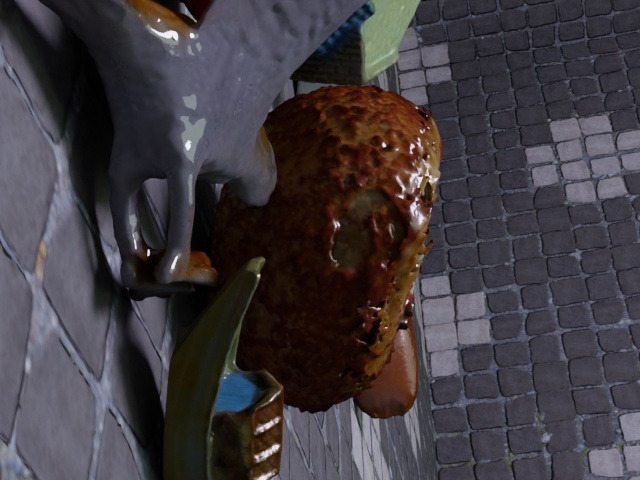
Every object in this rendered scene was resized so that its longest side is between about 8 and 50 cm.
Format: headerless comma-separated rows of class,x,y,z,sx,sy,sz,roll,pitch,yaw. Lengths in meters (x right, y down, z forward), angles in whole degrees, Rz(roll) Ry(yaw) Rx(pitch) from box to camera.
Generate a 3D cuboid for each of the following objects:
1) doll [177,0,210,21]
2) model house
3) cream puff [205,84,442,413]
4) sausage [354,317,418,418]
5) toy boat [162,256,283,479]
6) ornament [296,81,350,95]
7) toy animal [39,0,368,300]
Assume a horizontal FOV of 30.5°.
doll,-0.061,-0.213,0.809,0.217,0.085,0.183,-155,-123,-63
model house,-0.009,-0.273,1.224,0.214,0.195,0.189,37,67,-58
cream puff,0.000,-0.001,0.832,0.240,0.164,0.240,10,90,-82
sausage,0.072,0.082,1.535,0.083,0.089,0.300,70,12,-81
toy boat,-0.053,0.092,0.664,0.065,0.066,0.172,-72,167,-72
ornament,0.014,-0.293,1.440,0.130,0.121,0.285,-72,154,-76
toy animal,-0.081,-0.110,0.593,0.284,0.225,0.301,-10,103,-63
